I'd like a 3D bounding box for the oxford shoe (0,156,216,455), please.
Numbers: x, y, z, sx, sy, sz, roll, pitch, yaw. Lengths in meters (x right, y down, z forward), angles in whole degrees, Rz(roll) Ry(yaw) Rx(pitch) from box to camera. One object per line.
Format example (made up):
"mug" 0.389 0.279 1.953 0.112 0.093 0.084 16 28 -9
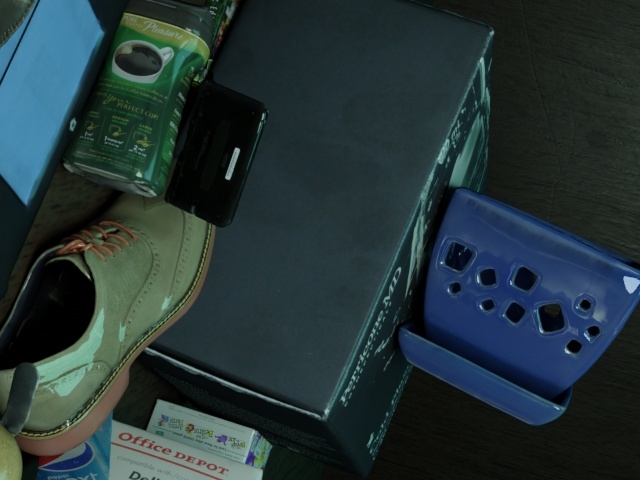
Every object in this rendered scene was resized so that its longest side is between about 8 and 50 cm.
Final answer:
"oxford shoe" -0.195 0.030 1.048 0.130 0.123 0.348 82 25 -49

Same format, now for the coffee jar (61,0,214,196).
"coffee jar" -0.165 -0.139 1.022 0.079 0.096 0.184 72 35 -79

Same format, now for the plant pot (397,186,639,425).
"plant pot" 0.229 0.079 1.294 0.212 0.236 0.236 -65 167 7

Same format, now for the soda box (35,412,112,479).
"soda box" -0.235 0.230 1.045 0.210 0.067 0.071 -113 -149 -67

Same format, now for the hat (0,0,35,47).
"hat" -0.212 -0.175 0.522 0.331 0.134 0.331 -37 133 -55

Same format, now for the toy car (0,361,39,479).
"toy car" -0.275 0.176 0.823 0.149 0.155 0.188 73 24 -68

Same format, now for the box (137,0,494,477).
"box" 0.000 0.000 1.391 0.471 0.298 0.479 65 46 -69

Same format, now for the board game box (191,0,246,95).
"board game box" -0.096 -0.287 1.312 0.136 0.030 0.259 54 53 -77

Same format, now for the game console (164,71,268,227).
"game console" -0.097 -0.087 1.041 0.071 0.107 0.122 -11 123 -64

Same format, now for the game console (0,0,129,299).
"game console" -0.232 -0.152 0.800 0.342 0.060 0.386 70 37 -69

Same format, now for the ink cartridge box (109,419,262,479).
"ink cartridge box" -0.195 0.318 1.183 0.353 0.207 0.119 -56 159 -58

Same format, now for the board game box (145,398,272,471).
"board game box" -0.182 0.371 1.456 0.142 0.144 0.275 71 37 -70
